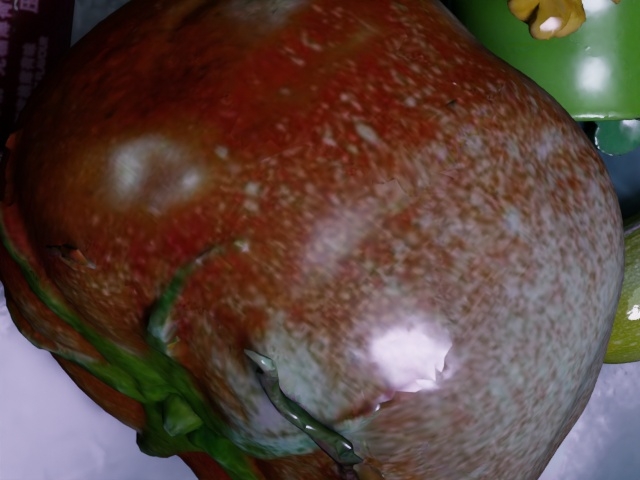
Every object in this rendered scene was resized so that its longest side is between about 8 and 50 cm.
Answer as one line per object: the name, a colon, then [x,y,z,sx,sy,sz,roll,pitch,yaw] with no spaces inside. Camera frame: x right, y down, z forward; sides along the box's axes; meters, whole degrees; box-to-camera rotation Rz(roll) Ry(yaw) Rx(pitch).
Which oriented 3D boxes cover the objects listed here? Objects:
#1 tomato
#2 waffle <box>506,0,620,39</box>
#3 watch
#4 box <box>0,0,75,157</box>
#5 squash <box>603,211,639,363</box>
tomato: [0.000,0.000,0.850,0.303,0.303,0.239,46,68,-18]
waffle: [0.146,-0.225,0.917,0.293,0.069,0.260,-16,63,-37]
watch: [0.148,-0.110,0.965,0.165,0.152,0.131,-1,95,-19]
box: [-0.179,-0.155,0.882,0.120,0.069,0.224,6,95,-26]
squash: [0.217,0.017,1.035,0.188,0.095,0.095,-23,103,-17]
